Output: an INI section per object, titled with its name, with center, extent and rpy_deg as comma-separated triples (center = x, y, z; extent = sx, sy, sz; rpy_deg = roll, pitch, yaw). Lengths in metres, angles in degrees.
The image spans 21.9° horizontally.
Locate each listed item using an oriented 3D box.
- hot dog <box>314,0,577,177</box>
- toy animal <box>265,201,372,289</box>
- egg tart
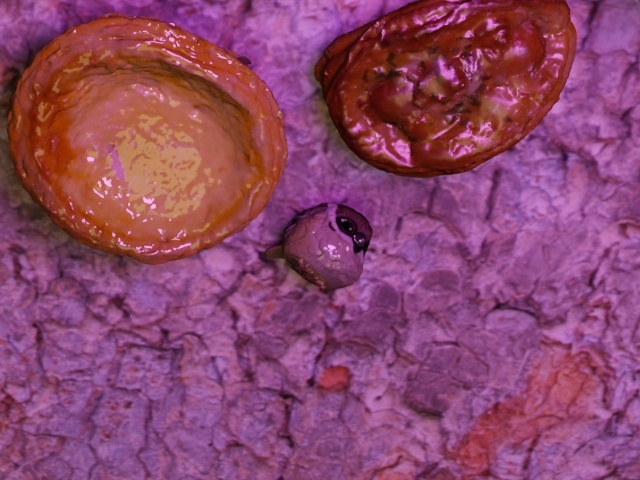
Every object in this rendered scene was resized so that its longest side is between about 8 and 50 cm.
[hot dog]
center = 0.134, -0.173, 1.703
extent = 0.272, 0.122, 0.196
rpy_deg = -21, 120, 14
[toy animal]
center = 0.000, 0.000, 1.847
extent = 0.098, 0.137, 0.098
rpy_deg = -9, 105, -35
[egg tart]
center = -0.183, -0.116, 1.736
extent = 0.294, 0.123, 0.294
rpy_deg = -2, 120, -3
